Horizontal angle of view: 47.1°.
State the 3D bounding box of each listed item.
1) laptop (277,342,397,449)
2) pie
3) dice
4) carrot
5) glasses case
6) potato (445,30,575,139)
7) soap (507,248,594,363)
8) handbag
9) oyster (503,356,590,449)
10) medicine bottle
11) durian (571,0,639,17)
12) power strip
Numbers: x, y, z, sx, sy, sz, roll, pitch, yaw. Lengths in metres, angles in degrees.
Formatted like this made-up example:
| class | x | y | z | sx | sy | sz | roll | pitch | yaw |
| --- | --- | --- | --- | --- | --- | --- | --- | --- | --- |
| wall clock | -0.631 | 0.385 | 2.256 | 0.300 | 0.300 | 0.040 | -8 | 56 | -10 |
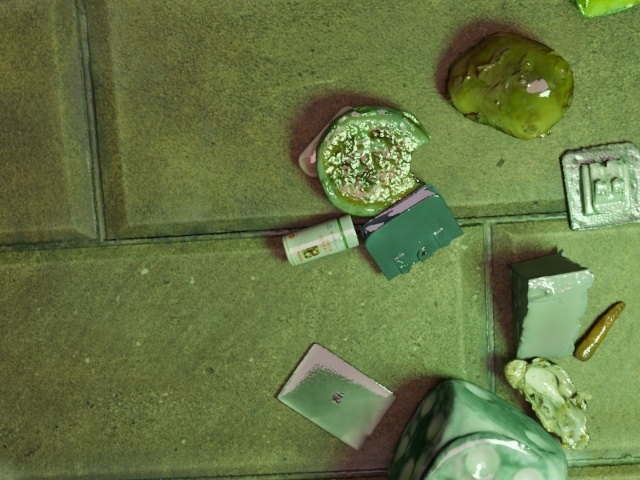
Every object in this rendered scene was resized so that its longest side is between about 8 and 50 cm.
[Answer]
| class | x | y | z | sx | sy | sz | roll | pitch | yaw |
| --- | --- | --- | --- | --- | --- | --- | --- | --- | --- |
| laptop | 0.045 | 0.415 | 1.949 | 0.269 | 0.015 | 0.188 | 34 | 96 | -3 |
| pie | 0.129 | -0.195 | 1.819 | 0.302 | 0.067 | 0.303 | -3 | 110 | -7 |
| dice | 0.376 | 0.564 | 1.796 | 0.330 | 0.348 | 0.328 | 29 | 98 | -1 |
| carrot | 0.725 | 0.233 | 1.903 | 0.047 | 0.047 | 0.191 | 36 | 91 | -3 |
| glasses case | 0.027 | -0.248 | 1.851 | 0.081 | 0.051 | 0.204 | 41 | 96 | -5 |
| potato | 0.461 | -0.379 | 1.759 | 0.299 | 0.196 | 0.247 | 17 | 96 | 1 |
| soap | 0.564 | 0.194 | 1.791 | 0.158 | 0.258 | 0.302 | -9 | 97 | 1 |
| handbag | 0.231 | -0.014 | 1.846 | 0.229 | 0.062 | 0.179 | -32 | 119 | 6 |
| oyster | 0.580 | 0.415 | 1.880 | 0.166 | 0.094 | 0.294 | -27 | 89 | -35 |
| medicine bottle | 0.000 | 0.000 | 1.866 | 0.183 | 0.086 | 0.086 | -19 | 96 | 4 |
| durian | 0.731 | -0.626 | 1.772 | 0.250 | 0.101 | 0.139 | -27 | 131 | 4 |
| power strip | 0.721 | -0.133 | 1.845 | 0.198 | 0.064 | 0.213 | -10 | 97 | 4 |
